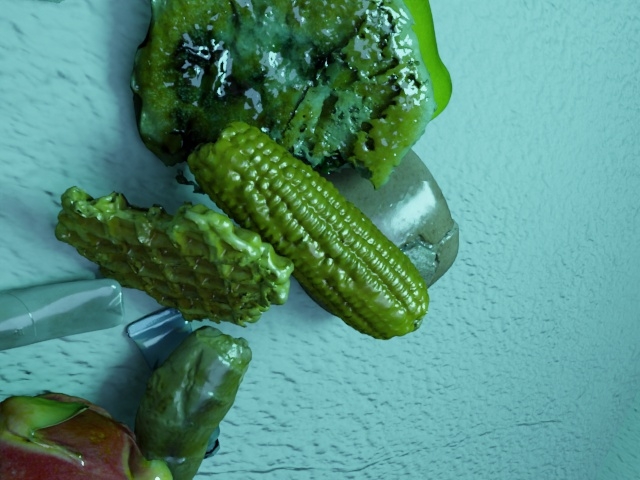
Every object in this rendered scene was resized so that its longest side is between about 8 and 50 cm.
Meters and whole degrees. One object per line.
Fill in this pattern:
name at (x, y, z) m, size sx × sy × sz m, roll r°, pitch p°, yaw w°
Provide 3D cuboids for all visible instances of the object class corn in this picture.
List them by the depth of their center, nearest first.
corn at (0.000, 0.000, 0.658) m, size 0.363 × 0.120 × 0.120 m, roll 40°, pitch 82°, yaw -22°

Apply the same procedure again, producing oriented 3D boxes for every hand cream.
hand cream at (-0.206, 0.217, 0.814) m, size 0.088 × 0.055 × 0.255 m, roll -22°, pitch 113°, yaw -21°

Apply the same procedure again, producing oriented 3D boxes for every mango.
mango at (0.087, -0.270, 0.770) m, size 0.175 × 0.143 × 0.293 m, roll -40°, pitch 132°, yaw 8°

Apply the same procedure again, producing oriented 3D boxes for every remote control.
remote control at (-0.349, 0.096, 0.638) m, size 0.229 × 0.044 × 0.073 m, roll -8°, pitch 115°, yaw -23°

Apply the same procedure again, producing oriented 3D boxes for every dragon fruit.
dragon fruit at (-0.303, 0.322, 0.637) m, size 0.189 × 0.291 × 0.290 m, roll 10°, pitch 102°, yaw -40°

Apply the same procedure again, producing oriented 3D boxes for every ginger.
ginger at (-0.188, 0.233, 0.741) m, size 0.262 × 0.109 × 0.116 m, roll -64°, pitch 162°, yaw 10°

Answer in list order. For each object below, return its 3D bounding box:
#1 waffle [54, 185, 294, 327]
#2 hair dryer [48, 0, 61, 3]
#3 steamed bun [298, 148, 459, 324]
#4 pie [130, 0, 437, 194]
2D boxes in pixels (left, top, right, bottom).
waffle at (-0.168, 0.022, 0.635) m, size 0.291 × 0.291 × 0.051 m, roll 49°, pitch 45°, yaw -39°
hair dryer at (-0.340, -0.264, 0.493) m, size 0.237 × 0.073 × 0.131 m, roll -7°, pitch 98°, yaw -43°
steamed bun at (0.087, 0.000, 0.843) m, size 0.252 × 0.199 × 0.301 m, roll -40°, pitch 128°, yaw -18°
pie at (-0.036, -0.194, 0.655) m, size 0.372 × 0.078 × 0.296 m, roll -1°, pitch 118°, yaw -7°
